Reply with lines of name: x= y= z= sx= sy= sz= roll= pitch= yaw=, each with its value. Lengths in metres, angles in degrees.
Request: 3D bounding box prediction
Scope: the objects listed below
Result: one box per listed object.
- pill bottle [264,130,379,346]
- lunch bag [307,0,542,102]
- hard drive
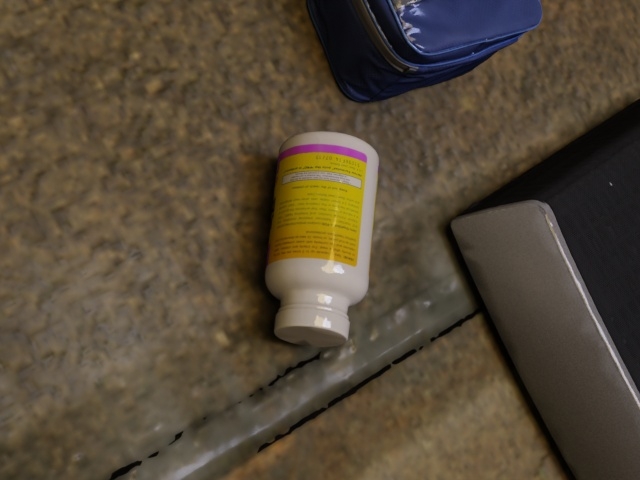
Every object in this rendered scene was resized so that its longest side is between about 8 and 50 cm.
pill bottle: x=0.000 y=0.000 z=0.573 sx=0.043 sy=0.043 sz=0.083 roll=16 pitch=68 yaw=-26
lunch bag: x=0.053 y=-0.109 z=0.623 sx=0.098 sy=0.065 sz=0.067 roll=-22 pitch=88 yaw=-33
hard drive: x=0.185 y=0.063 z=0.657 sx=0.172 sy=0.054 sz=0.255 roll=-31 pitch=92 yaw=-33
